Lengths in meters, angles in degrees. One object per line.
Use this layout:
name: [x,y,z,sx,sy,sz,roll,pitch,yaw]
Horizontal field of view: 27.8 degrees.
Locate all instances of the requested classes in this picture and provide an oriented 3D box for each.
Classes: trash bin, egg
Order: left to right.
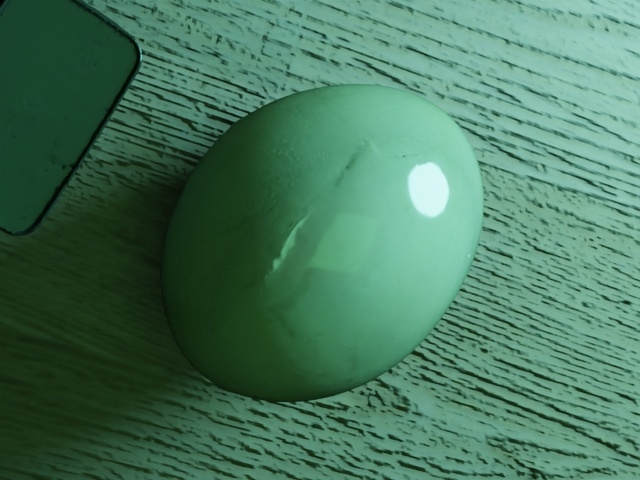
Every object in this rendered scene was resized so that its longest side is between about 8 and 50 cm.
trash bin: [-0.211,-0.102,0.898,0.115,0.225,0.165,33,91,-18]
egg: [0.000,0.000,0.981,0.219,0.219,0.269,42,83,-19]
